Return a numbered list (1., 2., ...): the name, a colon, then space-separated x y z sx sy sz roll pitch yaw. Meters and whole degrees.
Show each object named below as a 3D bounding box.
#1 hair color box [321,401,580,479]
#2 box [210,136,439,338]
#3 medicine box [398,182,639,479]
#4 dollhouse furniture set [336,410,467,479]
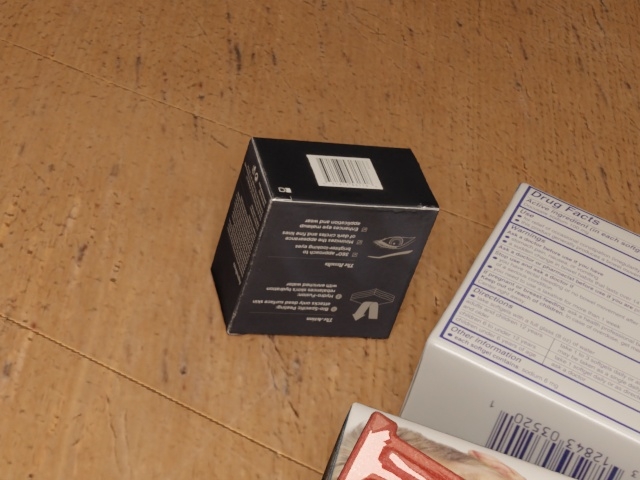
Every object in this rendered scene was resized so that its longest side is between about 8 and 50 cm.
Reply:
1. hair color box: 0.157 0.264 1.269 0.347 0.105 0.174 18 39 0
2. box: 0.000 0.000 1.511 0.156 0.158 0.093 3 39 -21
3. medicine box: 0.232 0.119 1.466 0.263 0.149 0.289 25 35 9
4. dollhouse furniture set: 0.140 0.284 1.069 0.374 0.201 0.152 33 75 4
